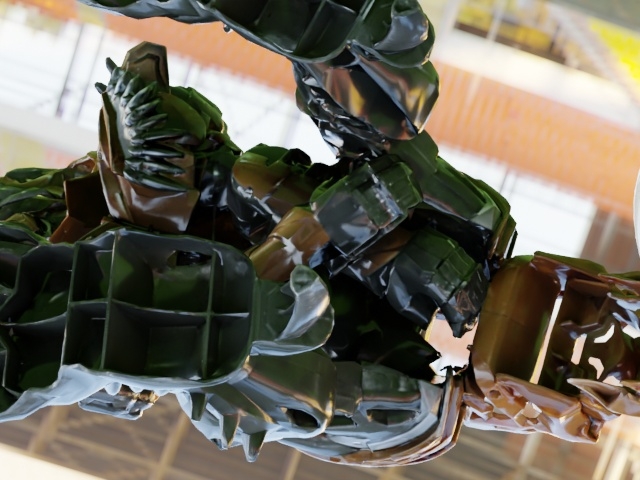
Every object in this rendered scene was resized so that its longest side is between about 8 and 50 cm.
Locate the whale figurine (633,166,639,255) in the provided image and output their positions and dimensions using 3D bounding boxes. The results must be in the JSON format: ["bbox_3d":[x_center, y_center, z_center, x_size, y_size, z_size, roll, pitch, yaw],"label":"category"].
[{"bbox_3d":[0.280,0.008,0.799,0.272,0.216,0.141,32,-129,22],"label":"whale figurine"}]

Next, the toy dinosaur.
[{"bbox_3d":[0.000,0.000,0.528,0.322,0.164,0.218,-13,152,21],"label":"toy dinosaur"}]
